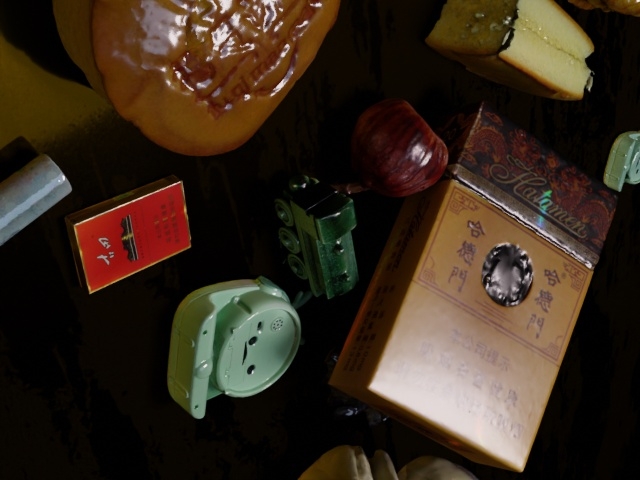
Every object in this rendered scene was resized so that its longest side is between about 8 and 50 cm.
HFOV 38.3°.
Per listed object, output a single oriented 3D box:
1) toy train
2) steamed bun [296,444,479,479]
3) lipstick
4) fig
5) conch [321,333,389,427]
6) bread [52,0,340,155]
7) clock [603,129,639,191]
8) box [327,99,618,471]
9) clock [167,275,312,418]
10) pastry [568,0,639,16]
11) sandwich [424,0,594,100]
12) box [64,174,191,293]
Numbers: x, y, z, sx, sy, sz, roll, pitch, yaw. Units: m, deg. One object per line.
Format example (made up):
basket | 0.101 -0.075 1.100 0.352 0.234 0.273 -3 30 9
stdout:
toy train | 0.000 0.000 1.129 0.071 0.111 0.170 -31 133 -22
steamed bun | 0.139 0.430 1.368 0.394 0.347 0.237 40 82 -13
lipstick | -0.308 -0.017 0.858 0.158 0.048 0.048 -41 137 -18
fig | 0.082 -0.111 1.138 0.151 0.128 0.128 -16 127 -19
conch | 0.132 0.142 1.312 0.313 0.186 0.240 -38 114 -1
bread | -0.108 -0.218 0.850 0.270 0.148 0.269 -24 130 -32
clock | 0.565 -0.148 1.647 0.135 0.041 0.101 -18 126 -37
box | 0.210 0.056 1.212 0.264 0.116 0.415 31 73 -19
clock | -0.089 0.122 1.153 0.211 0.066 0.159 -16 126 -39
pastry | 0.434 -0.431 1.266 0.235 0.132 0.240 30 91 -51
sandwich | 0.263 -0.262 1.213 0.236 0.128 0.122 18 98 -50
box | -0.203 -0.008 0.989 0.133 0.023 0.090 -26 129 -32
